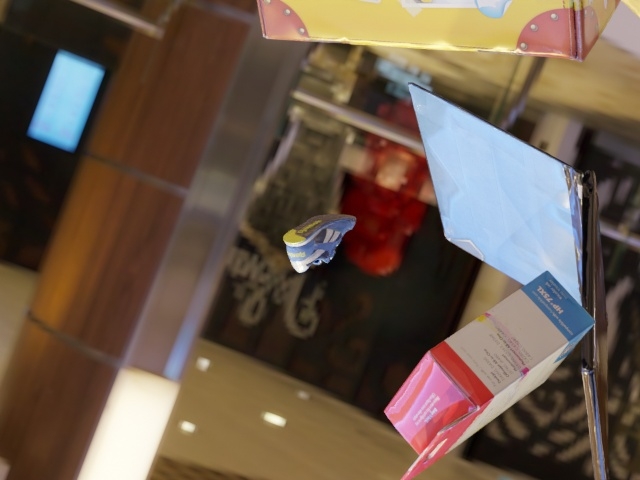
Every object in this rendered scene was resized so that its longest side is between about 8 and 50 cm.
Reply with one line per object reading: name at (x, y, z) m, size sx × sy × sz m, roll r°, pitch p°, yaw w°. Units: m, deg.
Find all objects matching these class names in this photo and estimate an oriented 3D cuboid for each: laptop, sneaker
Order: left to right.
sneaker at (0.000, 0.000, 2.190) m, size 0.053 × 0.059 × 0.144 m, roll 5°, pitch -158°, yaw 41°
laptop at (0.239, 0.067, 1.903) m, size 0.236 × 0.408 × 0.382 m, roll -2°, pitch 148°, yaw 13°

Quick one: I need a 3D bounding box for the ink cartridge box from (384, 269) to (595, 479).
ink cartridge box at (0.155, 0.139, 1.518) m, size 0.078 × 0.231 × 0.134 m, roll 49°, pitch 145°, yaw 16°

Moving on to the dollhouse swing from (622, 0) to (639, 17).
dollhouse swing at (0.526, -0.511, 2.011) m, size 0.315 × 0.347 × 0.305 m, roll 41°, pitch 172°, yaw -13°

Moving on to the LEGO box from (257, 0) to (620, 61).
LEGO box at (0.102, -0.454, 1.539) m, size 0.372 × 0.500 × 0.193 m, roll 8°, pitch -143°, yaw 24°
